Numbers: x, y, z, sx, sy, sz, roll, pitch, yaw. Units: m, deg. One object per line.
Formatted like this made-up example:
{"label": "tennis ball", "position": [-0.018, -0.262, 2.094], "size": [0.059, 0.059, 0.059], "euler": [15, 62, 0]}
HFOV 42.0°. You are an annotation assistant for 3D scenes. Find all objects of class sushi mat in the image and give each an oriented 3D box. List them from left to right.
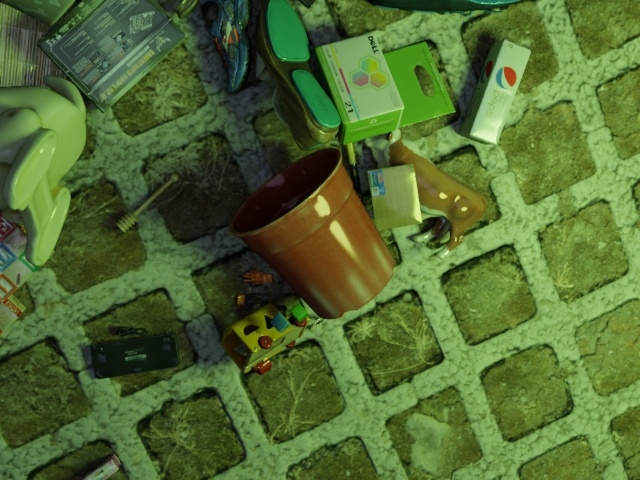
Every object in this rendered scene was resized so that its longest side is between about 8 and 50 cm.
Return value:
{"label": "sushi mat", "position": [-0.577, -0.351, 1.653], "size": [0.151, 0.019, 0.317], "euler": [7, 96, -10]}

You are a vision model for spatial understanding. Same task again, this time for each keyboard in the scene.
{"label": "keyboard", "position": [-0.392, 0.228, 1.761], "size": [0.180, 0.023, 0.108], "euler": [-8, 105, -10]}

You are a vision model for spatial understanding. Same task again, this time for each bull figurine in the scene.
{"label": "bull figurine", "position": [0.205, -0.104, 1.788], "size": [0.310, 0.101, 0.188], "euler": [31, 98, -7]}

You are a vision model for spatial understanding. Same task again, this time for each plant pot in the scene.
{"label": "plant pot", "position": [0.000, 0.000, 1.695], "size": [0.272, 0.272, 0.265], "euler": [-38, 111, -4]}

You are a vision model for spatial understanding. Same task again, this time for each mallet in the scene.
{"label": "mallet", "position": [0.077, -0.174, 1.790], "size": [0.062, 0.039, 0.190], "euler": [-19, 104, -4]}

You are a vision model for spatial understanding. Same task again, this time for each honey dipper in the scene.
{"label": "honey dipper", "position": [-0.355, -0.080, 1.726], "size": [0.160, 0.030, 0.030], "euler": [-43, 103, -7]}

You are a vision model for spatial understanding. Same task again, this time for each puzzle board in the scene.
{"label": "puzzle board", "position": [0.154, -0.090, 1.733], "size": [0.096, 0.011, 0.128], "euler": [-9, 101, 3]}

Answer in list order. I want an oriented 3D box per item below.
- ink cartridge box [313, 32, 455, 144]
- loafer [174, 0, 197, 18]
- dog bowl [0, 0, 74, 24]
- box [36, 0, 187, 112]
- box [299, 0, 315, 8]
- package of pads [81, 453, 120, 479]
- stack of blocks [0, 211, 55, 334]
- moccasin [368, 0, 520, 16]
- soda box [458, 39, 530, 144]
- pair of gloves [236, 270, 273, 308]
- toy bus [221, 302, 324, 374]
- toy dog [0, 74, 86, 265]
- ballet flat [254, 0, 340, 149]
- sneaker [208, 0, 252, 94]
{"label": "ink cartridge box", "position": [0.134, -0.328, 1.711], "size": [0.255, 0.097, 0.189], "euler": [-17, 71, -8]}
{"label": "loafer", "position": [-0.255, -0.513, 1.675], "size": [0.050, 0.056, 0.148], "euler": [31, 81, -12]}
{"label": "dog bowl", "position": [-0.435, -0.537, 1.501], "size": [0.102, 0.349, 0.349], "euler": [38, 90, -24]}
{"label": "box", "position": [-0.409, -0.396, 1.648], "size": [0.231, 0.056, 0.183], "euler": [-45, 107, -5]}
{"label": "box", "position": [-0.013, -0.620, 1.707], "size": [0.159, 0.044, 0.233], "euler": [37, 90, -12]}
{"label": "package of pads", "position": [-0.466, 0.492, 1.767], "size": [0.083, 0.050, 0.032], "euler": [-36, 97, -4]}
{"label": "stack of blocks", "position": [-0.671, 0.100, 1.659], "size": [0.297, 0.087, 0.171], "euler": [-44, 103, -2]}
{"label": "moccasin", "position": [0.260, -0.538, 1.737], "size": [0.341, 0.117, 0.138], "euler": [3, 85, -6]}
{"label": "soda box", "position": [0.376, -0.318, 1.803], "size": [0.069, 0.074, 0.216], "euler": [18, 94, -12]}
{"label": "pair of gloves", "position": [-0.141, 0.106, 1.797], "size": [0.074, 0.010, 0.083], "euler": [7, 97, -11]}
{"label": "toy bus", "position": [-0.111, 0.185, 1.761], "size": [0.191, 0.202, 0.104], "euler": [-45, 72, 5]}
{"label": "toy dog", "position": [-0.662, -0.192, 1.506], "size": [0.407, 0.284, 0.395], "euler": [15, 68, 0]}
{"label": "ballet flat", "position": [-0.066, -0.328, 1.683], "size": [0.116, 0.124, 0.342], "euler": [-7, 66, -43]}
{"label": "sneaker", "position": [-0.184, -0.407, 1.696], "size": [0.087, 0.083, 0.221], "euler": [0, 92, 3]}
